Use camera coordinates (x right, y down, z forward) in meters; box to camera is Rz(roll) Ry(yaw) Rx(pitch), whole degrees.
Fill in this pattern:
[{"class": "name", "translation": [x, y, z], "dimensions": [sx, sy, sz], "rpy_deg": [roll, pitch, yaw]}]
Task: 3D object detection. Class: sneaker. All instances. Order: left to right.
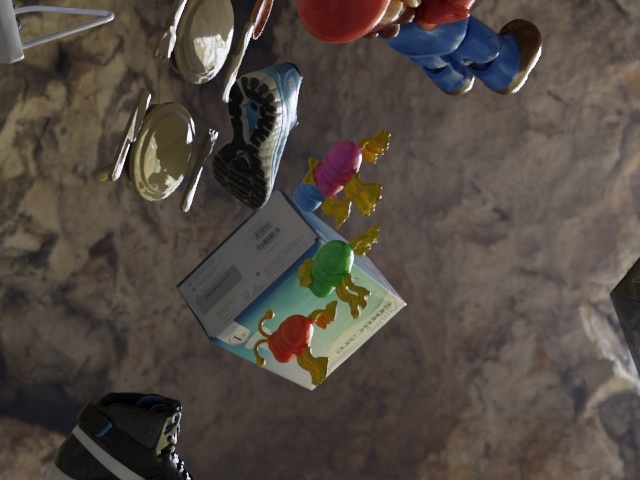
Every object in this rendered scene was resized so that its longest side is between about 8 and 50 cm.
[{"class": "sneaker", "translation": [-0.146, 0.223, 0.938], "dimensions": [0.217, 0.079, 0.121], "rpy_deg": [31, -93, -29]}, {"class": "sneaker", "translation": [-0.047, -0.092, 0.852], "dimensions": [0.063, 0.073, 0.162], "rpy_deg": [37, -40, 13]}]

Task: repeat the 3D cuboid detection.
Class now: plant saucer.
[{"class": "plant saucer", "translation": [-0.098, -0.369, 1.545], "dimensions": [0.013, 0.083, 0.083], "rpy_deg": [23, -44, 3]}]

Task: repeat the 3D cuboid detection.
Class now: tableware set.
[{"class": "tableware set", "translation": [-0.128, -0.130, 0.820], "dimensions": [0.039, 0.194, 0.128], "rpy_deg": [18, -4, 23]}]

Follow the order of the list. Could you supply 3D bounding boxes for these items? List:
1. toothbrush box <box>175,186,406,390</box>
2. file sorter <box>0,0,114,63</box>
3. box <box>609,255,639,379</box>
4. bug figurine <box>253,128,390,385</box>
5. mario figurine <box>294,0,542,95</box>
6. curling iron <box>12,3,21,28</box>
[{"class": "toothbrush box", "translation": [-0.036, 0.084, 1.440], "dimensions": [0.216, 0.126, 0.295], "rpy_deg": [-44, -37, 8]}, {"class": "file sorter", "translation": [-0.352, -0.353, 1.013], "dimensions": [0.192, 0.173, 0.278], "rpy_deg": [14, -59, 36]}, {"class": "box", "translation": [0.272, 0.027, 0.548], "dimensions": [0.056, 0.231, 0.183], "rpy_deg": [14, -40, 49]}, {"class": "bug figurine", "translation": [0.000, 0.000, 1.006], "dimensions": [0.072, 0.279, 0.216], "rpy_deg": [16, -29, -13]}, {"class": "mario figurine", "translation": [0.098, -0.257, 0.930], "dimensions": [0.198, 0.170, 0.320], "rpy_deg": [-33, -30, 27]}, {"class": "curling iron", "translation": [-0.551, -0.356, 1.360], "dimensions": [0.274, 0.068, 0.035], "rpy_deg": [25, -37, 12]}]
